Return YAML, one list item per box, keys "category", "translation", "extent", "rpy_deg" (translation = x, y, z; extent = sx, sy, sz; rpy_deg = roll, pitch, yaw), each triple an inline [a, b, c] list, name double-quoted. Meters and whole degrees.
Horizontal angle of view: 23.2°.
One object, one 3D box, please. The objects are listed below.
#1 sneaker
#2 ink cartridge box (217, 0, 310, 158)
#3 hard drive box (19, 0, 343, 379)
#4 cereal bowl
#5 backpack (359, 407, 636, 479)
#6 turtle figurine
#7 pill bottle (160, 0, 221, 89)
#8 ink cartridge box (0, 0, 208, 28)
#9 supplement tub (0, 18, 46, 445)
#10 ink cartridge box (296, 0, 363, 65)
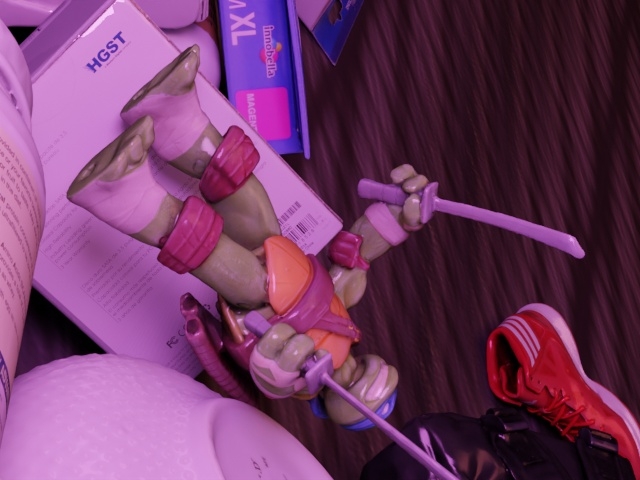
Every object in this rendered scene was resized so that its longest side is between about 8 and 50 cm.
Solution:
- category: "sneaker"
  translation: [0.239, 0.177, 1.595]
  extent: [0.128, 0.087, 0.221]
  rpy_deg: [-19, 70, -52]
- category: "ink cartridge box"
  translation: [-0.050, -0.172, 1.248]
  extent: [0.311, 0.065, 0.186]
  rpy_deg: [-113, -162, -77]
- category: "hard drive box"
  translation: [-0.130, -0.033, 1.065]
  extent: [0.232, 0.181, 0.089]
  rpy_deg: [47, -5, -26]
- category: "cereal bowl"
  translation: [-0.065, 0.197, 0.929]
  extent: [0.339, 0.141, 0.339]
  rpy_deg: [45, 14, -15]
- category: "backpack"
  translation: [0.170, 0.342, 1.185]
  extent: [0.290, 0.273, 0.355]
  rpy_deg: [16, 33, -43]
- category: "turtle figurine"
  translation: [0.000, 0.000, 0.955]
  extent: [0.266, 0.275, 0.198]
  rpy_deg: [44, 71, -17]
- category: "pill bottle"
  translation: [-0.144, -0.152, 1.206]
  extent: [0.131, 0.131, 0.229]
  rpy_deg: [30, 42, -43]
- category: "ink cartridge box"
  translation: [-0.193, -0.310, 1.153]
  extent: [0.131, 0.226, 0.306]
  rpy_deg: [95, -7, -52]
- category: "supplement tub"
  translation: [-0.263, 0.028, 0.766]
  extent: [0.235, 0.235, 0.325]
  rpy_deg: [39, 36, -34]
- category: "ink cartridge box"
  translation: [-0.047, -0.352, 1.596]
  extent: [0.332, 0.065, 0.165]
  rpy_deg: [50, 31, -22]
